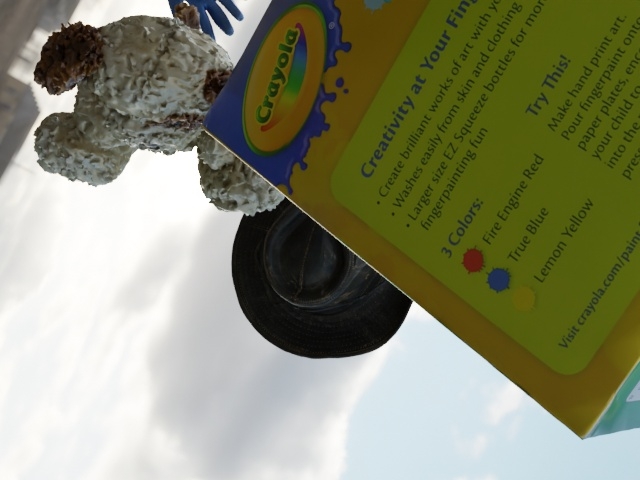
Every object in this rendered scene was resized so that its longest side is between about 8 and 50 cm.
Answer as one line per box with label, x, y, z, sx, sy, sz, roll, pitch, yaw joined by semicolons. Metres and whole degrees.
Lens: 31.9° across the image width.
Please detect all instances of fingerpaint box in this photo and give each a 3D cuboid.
fingerpaint box;0.181;-0.161;0.738;0.371;0.163;0.444;39;-72;30

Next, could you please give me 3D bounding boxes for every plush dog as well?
plush dog;-0.144;-0.147;1.070;0.225;0.262;0.210;138;-36;-86

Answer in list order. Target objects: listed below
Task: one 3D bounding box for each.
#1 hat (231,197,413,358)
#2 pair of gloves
hat;0.000;0.000;1.583;0.331;0.331;0.134;-62;158;-2
pair of gloves;-0.107;-0.336;1.327;0.198;0.159;0.023;-34;174;12
